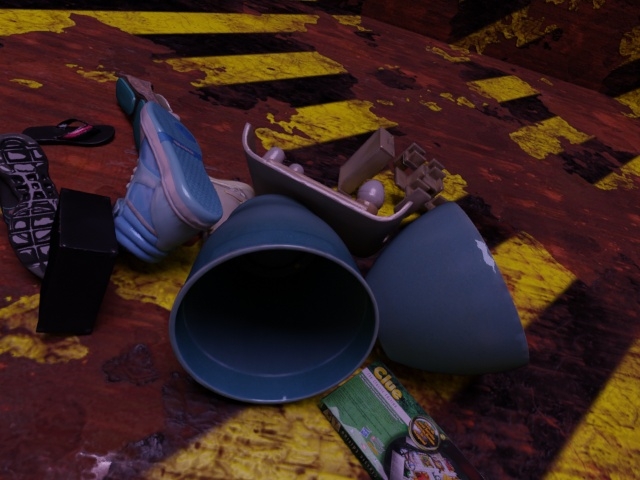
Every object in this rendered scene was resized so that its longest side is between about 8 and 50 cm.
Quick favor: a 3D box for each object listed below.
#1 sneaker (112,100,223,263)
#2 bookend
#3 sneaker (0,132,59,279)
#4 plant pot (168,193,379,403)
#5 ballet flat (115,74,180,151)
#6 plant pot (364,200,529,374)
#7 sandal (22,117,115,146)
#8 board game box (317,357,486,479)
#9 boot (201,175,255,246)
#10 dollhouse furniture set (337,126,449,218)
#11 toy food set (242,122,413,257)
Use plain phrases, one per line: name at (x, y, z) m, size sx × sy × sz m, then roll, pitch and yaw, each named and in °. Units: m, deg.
sneaker at (-0.312, -0.099, 0.765) m, size 0.127 × 0.208 × 0.319 m, roll 35°, pitch 21°, yaw -51°
bookend at (-0.370, 0.030, 0.648) m, size 0.072 × 0.157 × 0.156 m, roll 12°, pitch 28°, yaw -37°
sneaker at (-0.482, -0.049, 0.729) m, size 0.101 × 0.106 × 0.267 m, roll -13°, pitch 72°, yaw -38°
plant pot at (-0.072, 0.058, 0.665) m, size 0.272 × 0.271 × 0.255 m, roll 9°, pitch 29°, yaw -13°
ballet flat at (-0.396, -0.298, 1.014) m, size 0.106 × 0.107 × 0.316 m, roll 0°, pitch 45°, yaw -40°
plant pot at (0.182, 0.104, 0.725) m, size 0.196 × 0.290 × 0.290 m, roll -23°, pitch 48°, yaw 7°
sandal at (-0.545, -0.239, 0.934) m, size 0.179 × 0.040 × 0.067 m, roll -9°, pitch 50°, yaw -29°
board game box at (0.127, 0.310, 0.636) m, size 0.136 × 0.030 × 0.259 m, roll -23°, pitch 57°, yaw -35°
boot at (-0.232, -0.053, 0.840) m, size 0.213 × 0.077 × 0.165 m, roll 6°, pitch 46°, yaw -17°
dollhouse furniture set at (0.187, -0.139, 1.080) m, size 0.242 × 0.161 × 0.212 m, roll 32°, pitch 39°, yaw -20°
toy food set at (0.003, -0.087, 0.793) m, size 0.306 × 0.219 × 0.092 m, roll 28°, pitch 73°, yaw 6°
